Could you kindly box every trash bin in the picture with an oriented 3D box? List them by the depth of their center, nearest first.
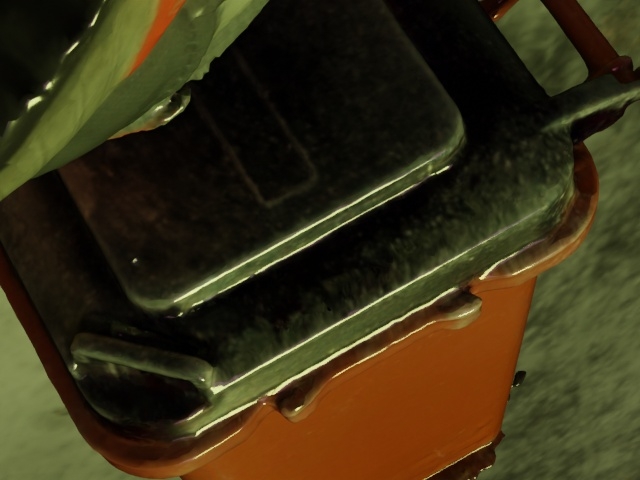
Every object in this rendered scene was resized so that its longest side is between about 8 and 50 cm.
[{"bbox_3d":[0.000,0.000,0.591,0.184,0.161,0.238,-30,155,-6],"label":"trash bin"}]

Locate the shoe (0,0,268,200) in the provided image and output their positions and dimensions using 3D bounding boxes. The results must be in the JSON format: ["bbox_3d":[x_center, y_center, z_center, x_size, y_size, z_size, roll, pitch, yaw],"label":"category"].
[{"bbox_3d":[-0.007,-0.147,0.414,0.336,0.132,0.171,-56,166,11],"label":"shoe"}]
